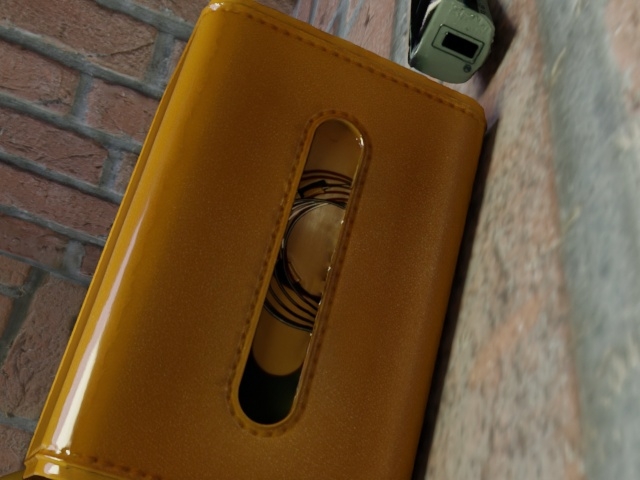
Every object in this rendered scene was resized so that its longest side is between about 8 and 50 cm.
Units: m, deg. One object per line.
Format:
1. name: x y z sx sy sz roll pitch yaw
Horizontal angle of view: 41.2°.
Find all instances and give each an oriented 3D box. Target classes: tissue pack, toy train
1. tissue pack: -0.029 0.030 0.498 0.145 0.194 0.274 145 143 -64
2. toy train: 0.097 -0.185 0.641 0.252 0.048 0.055 -78 8 -60

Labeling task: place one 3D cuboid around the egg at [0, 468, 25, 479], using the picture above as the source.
1. egg: -0.176 0.287 0.584 0.322 0.250 0.250 118 168 -58
